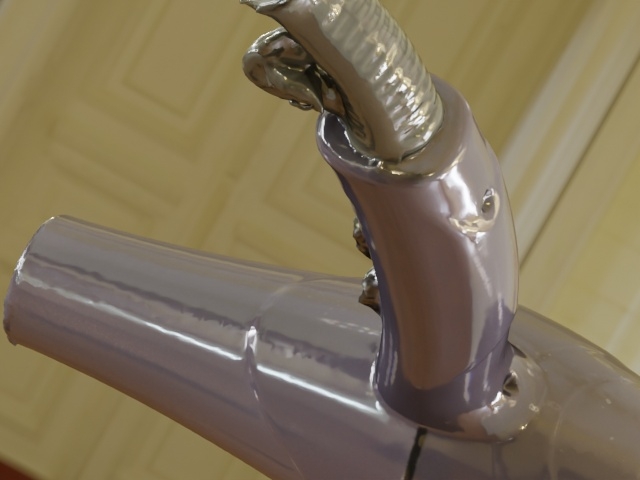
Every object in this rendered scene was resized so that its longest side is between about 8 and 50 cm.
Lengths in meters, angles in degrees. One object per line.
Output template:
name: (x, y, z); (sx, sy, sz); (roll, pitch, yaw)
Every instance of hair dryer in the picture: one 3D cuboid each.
hair dryer: (0.000, 0.000, 0.700); (0.301, 0.121, 0.361); (19, -28, 16)
